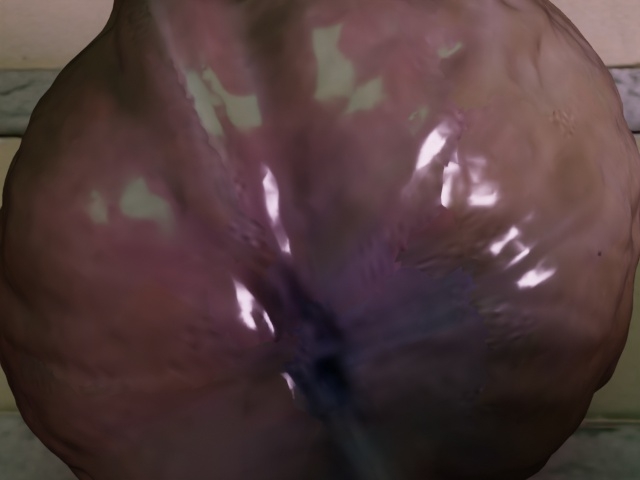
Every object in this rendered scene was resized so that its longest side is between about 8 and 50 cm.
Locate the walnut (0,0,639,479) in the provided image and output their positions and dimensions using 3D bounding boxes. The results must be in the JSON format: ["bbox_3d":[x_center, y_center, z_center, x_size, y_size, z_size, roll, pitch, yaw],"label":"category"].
[{"bbox_3d":[-0.002,-0.002,0.586,0.248,0.248,0.248,-2,48,2],"label":"walnut"}]
